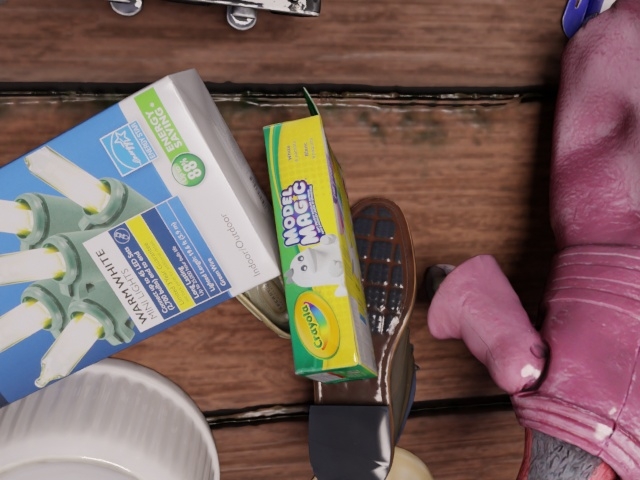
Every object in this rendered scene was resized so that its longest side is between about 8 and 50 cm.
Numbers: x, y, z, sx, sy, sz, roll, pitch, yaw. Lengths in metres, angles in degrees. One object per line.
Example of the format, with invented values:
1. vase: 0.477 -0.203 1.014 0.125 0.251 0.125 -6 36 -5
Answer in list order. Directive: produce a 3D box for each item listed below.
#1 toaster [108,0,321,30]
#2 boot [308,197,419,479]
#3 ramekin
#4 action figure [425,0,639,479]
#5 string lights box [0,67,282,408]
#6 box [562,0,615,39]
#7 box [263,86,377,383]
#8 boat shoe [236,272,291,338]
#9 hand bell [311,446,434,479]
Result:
1. toaster: -0.080 -0.229 0.381 0.167 0.110 0.186 3 103 -11
2. boot: 0.036 0.083 0.505 0.082 0.106 0.219 5 75 14
3. ramekin: -0.177 0.201 0.470 0.207 0.109 0.207 -2 104 -10
4. action figure: 0.211 0.040 0.407 0.248 0.276 0.370 26 70 2
5. string lights box: -0.166 0.010 0.417 0.259 0.077 0.133 -26 106 9
6. box: 0.259 -0.173 0.498 0.136 0.028 0.081 13 101 -15
7. box: 0.000 0.000 0.423 0.043 0.105 0.179 -9 72 8
8. boat shoe: -0.062 0.008 0.474 0.056 0.048 0.153 -33 107 -1
9. hand bell: 0.065 0.265 0.458 0.126 0.242 0.126 -2 103 -10
